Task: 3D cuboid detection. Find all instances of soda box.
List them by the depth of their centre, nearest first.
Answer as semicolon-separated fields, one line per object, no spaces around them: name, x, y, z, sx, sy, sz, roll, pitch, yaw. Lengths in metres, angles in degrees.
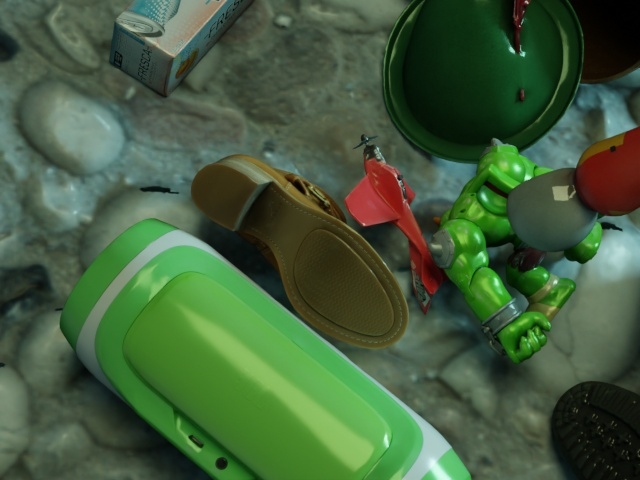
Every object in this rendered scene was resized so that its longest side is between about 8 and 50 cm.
soda box;-0.101;-0.208;1.406;0.063;0.058;0.183;32;57;8

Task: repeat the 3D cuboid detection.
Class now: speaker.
speaker;-0.041;0.116;1.181;0.296;0.131;0.131;39;59;12

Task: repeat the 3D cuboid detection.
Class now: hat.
hat;0.118;-0.189;1.330;0.173;0.183;0.208;7;73;17

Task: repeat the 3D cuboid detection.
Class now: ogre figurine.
ogre figurine;0.156;-0.005;1.313;0.118;0.097;0.197;40;69;-7

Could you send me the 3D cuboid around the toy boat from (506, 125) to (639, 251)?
toy boat;0.285;0.035;1.261;0.318;0.148;0.267;43;39;-25

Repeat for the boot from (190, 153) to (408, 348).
boot;0.000;0.000;1.258;0.197;0.152;0.073;42;101;8

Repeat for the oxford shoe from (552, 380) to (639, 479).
oxford shoe;0.264;0.190;1.236;0.083;0.096;0.227;-49;57;0

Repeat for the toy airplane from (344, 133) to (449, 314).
toy airplane;0.064;-0.014;1.304;0.028;0.151;0.151;-22;58;22

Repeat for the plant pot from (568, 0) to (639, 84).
plant pot;0.296;-0.267;1.459;0.230;0.215;0.215;-20;64;-37
